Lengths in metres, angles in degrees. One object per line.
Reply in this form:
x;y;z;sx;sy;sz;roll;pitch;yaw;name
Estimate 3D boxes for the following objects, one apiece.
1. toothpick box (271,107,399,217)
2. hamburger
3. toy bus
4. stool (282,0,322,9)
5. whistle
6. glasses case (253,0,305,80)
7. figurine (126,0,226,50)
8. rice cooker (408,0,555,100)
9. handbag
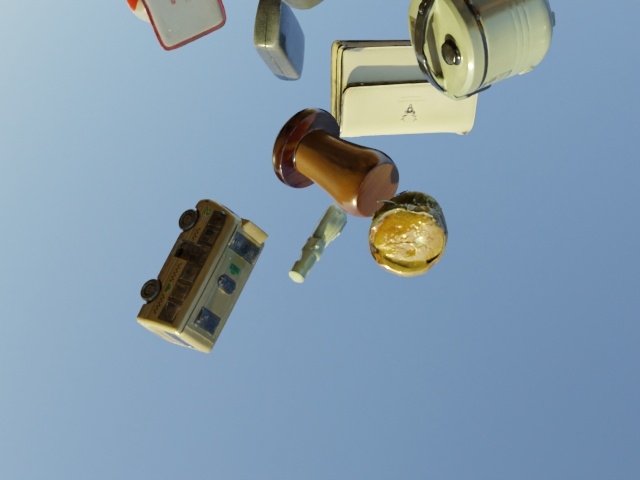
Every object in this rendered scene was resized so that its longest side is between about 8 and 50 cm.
0.025;-0.170;2.141;0.294;0.192;0.192;35;-90;36;toothpick box
0.182;-0.022;2.008;0.177;0.185;0.113;-38;-169;29;hamburger
-0.290;0.088;2.431;0.201;0.177;0.365;13;-108;41;toy bus
-0.033;-0.377;1.348;0.096;0.110;0.096;-3;-101;16;stool
0.000;0.000;2.459;0.258;0.067;0.126;-57;-179;-30;whistle
-0.096;-0.484;2.339;0.074;0.323;0.131;5;-95;9;glasses case
-0.333;-0.507;1.994;0.160;0.183;0.226;-30;-153;-22;figurine
0.278;-0.381;1.749;0.244;0.226;0.226;-26;-154;-19;rice cooker
0.210;-0.384;2.444;0.160;0.358;0.237;-120;-151;-66;handbag
